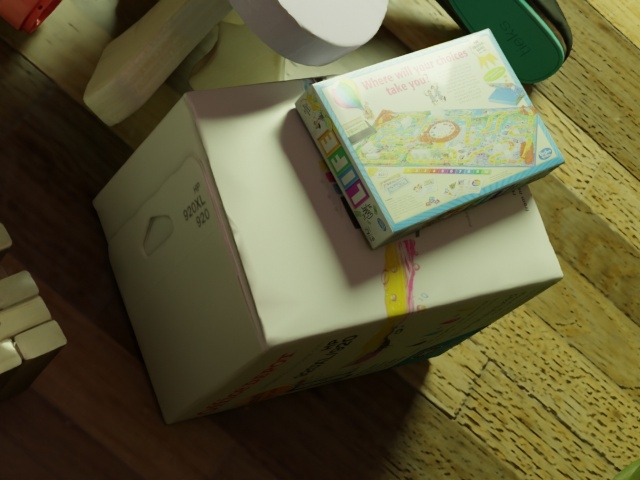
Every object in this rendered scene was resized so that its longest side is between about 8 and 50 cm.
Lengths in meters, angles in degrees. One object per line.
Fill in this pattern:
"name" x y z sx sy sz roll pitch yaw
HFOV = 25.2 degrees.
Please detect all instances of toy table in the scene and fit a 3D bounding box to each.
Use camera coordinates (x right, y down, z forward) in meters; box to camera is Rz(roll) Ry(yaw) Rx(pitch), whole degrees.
"toy table" -0.069 -0.189 0.963 0.252 0.161 0.274 53 29 -16

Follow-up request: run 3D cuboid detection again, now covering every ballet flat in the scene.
"ballet flat" 0.108 -0.241 1.146 0.280 0.095 0.096 47 35 -34

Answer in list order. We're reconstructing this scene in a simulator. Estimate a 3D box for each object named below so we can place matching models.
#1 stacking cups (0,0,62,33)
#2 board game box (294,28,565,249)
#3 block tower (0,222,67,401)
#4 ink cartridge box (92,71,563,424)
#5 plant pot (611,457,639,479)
"stacking cups" -0.294 -0.271 0.960 0.316 0.096 0.096 38 55 -9
"board game box" 0.071 -0.067 0.897 0.154 0.026 0.103 -21 79 -35
"block tower" -0.280 -0.053 0.867 0.091 0.097 0.335 -25 80 -36
"ink cartridge box" 0.000 0.000 0.949 0.232 0.171 0.168 -11 73 -32
"plant pot" 0.367 0.212 0.943 0.366 0.353 0.366 12 62 -23
